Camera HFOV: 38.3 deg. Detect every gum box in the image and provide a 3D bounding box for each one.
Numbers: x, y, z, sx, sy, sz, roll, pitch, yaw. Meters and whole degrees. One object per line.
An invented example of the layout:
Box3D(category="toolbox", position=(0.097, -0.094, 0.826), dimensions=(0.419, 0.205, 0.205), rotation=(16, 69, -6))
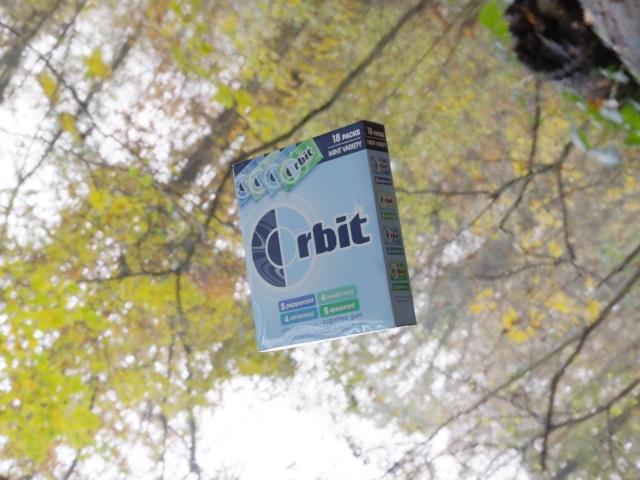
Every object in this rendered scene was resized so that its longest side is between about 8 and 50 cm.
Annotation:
Box3D(category="gum box", position=(0.000, 0.000, 0.851), dimensions=(0.041, 0.157, 0.185), rotation=(1, -103, -54))
